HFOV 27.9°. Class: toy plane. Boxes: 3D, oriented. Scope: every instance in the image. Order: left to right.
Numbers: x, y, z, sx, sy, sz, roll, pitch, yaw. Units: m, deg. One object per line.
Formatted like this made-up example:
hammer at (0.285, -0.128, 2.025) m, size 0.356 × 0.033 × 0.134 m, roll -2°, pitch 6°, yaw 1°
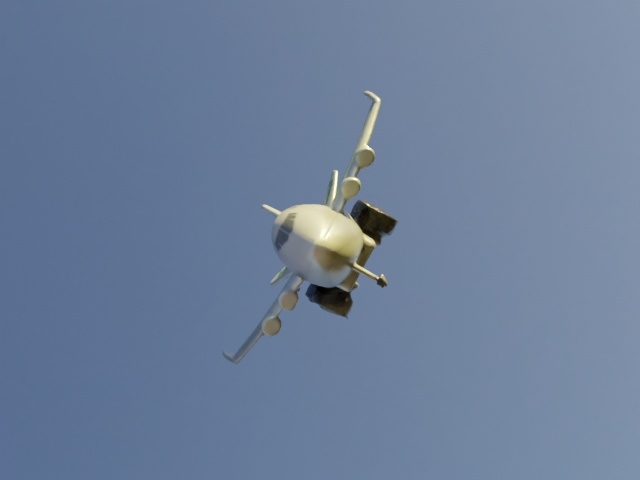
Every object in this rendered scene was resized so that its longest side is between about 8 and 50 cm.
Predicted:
toy plane at (0.004, 0.002, 1.020) m, size 0.101 × 0.255 × 0.251 m, roll 28°, pitch -88°, yaw -8°
